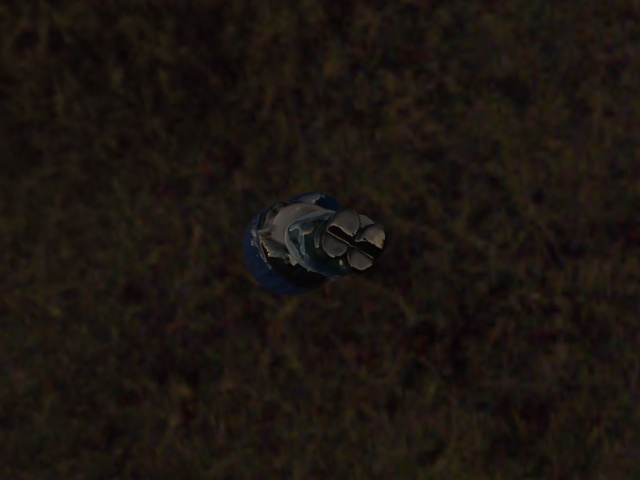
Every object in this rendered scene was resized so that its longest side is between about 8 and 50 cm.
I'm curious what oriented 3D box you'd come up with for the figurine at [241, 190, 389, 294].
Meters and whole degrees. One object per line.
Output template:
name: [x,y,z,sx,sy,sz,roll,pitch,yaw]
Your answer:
figurine: [-0.004,0.008,1.151,0.079,0.077,0.136,-61,20,1]
